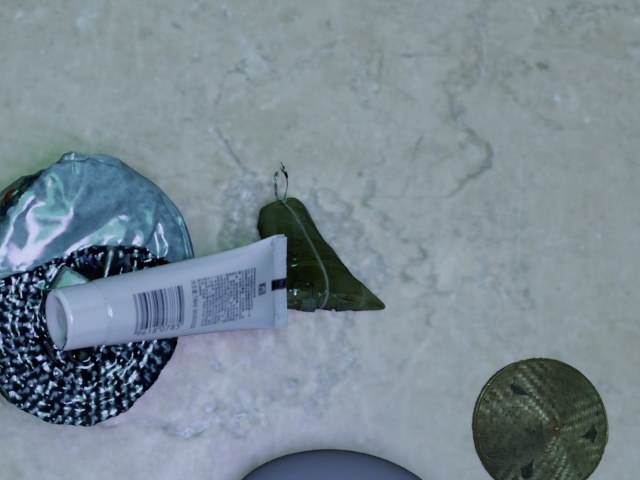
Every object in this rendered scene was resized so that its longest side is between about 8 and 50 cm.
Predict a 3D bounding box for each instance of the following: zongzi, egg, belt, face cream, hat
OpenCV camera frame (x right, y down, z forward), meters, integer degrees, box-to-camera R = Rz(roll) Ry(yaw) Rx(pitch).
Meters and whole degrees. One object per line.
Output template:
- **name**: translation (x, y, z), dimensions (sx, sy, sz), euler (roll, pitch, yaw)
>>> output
- **zongzi**: translation (0.000, 0.000, 1.567), dimensions (0.130, 0.062, 0.154), euler (2, 67, -27)
- **egg**: translation (0.021, 0.287, 1.462), dimensions (0.232, 0.176, 0.176), euler (23, 82, -2)
- **belt**: translation (-0.233, 0.044, 1.467), dimensions (0.207, 0.150, 0.258), euler (16, 86, -21)
- **face cream**: translation (-0.134, 0.053, 1.403), dimensions (0.243, 0.058, 0.092), euler (-8, 104, -32)
- **hat**: translation (0.230, 0.190, 1.553), dimensions (0.146, 0.067, 0.146), euler (1, 84, -7)
